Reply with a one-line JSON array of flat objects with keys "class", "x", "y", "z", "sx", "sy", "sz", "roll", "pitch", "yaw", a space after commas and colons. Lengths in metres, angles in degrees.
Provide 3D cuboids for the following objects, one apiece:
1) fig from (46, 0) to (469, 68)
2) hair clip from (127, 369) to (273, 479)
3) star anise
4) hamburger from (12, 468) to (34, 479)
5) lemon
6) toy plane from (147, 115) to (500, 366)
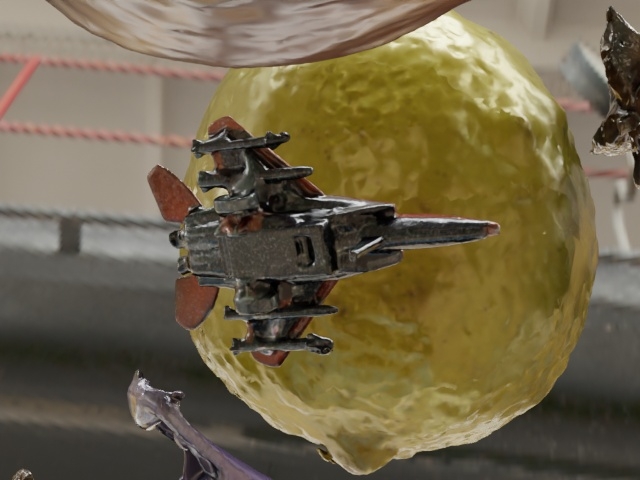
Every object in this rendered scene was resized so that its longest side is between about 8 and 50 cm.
[{"class": "fig", "x": -0.004, "y": -0.152, "z": 0.354, "sx": 0.224, "sy": 0.224, "sz": 0.263, "roll": 50, "pitch": -29, "yaw": -17}, {"class": "hair clip", "x": 0.000, "y": 0.157, "z": 0.925, "sx": 0.278, "sy": 0.137, "sz": 0.090, "roll": 31, "pitch": -93, "yaw": -28}, {"class": "star anise", "x": 0.218, "y": -0.076, "z": 1.200, "sx": 0.056, "sy": 0.129, "sz": 0.124, "roll": -16, "pitch": -53, "yaw": -25}, {"class": "hamburger", "x": -0.175, "y": 0.223, "z": 1.158, "sx": 0.087, "sy": 0.166, "sz": 0.137, "roll": -12, "pitch": -50, "yaw": -20}, {"class": "lemon", "x": 0.045, "y": -0.012, "z": 1.206, "sx": 0.268, "sy": 0.268, "sz": 0.321, "roll": 10, "pitch": -94, "yaw": 0}, {"class": "toy plane", "x": -0.002, "y": 0.001, "z": 0.915, "sx": 0.189, "sy": 0.061, "sz": 0.130, "roll": -1, "pitch": -76, "yaw": 40}]
